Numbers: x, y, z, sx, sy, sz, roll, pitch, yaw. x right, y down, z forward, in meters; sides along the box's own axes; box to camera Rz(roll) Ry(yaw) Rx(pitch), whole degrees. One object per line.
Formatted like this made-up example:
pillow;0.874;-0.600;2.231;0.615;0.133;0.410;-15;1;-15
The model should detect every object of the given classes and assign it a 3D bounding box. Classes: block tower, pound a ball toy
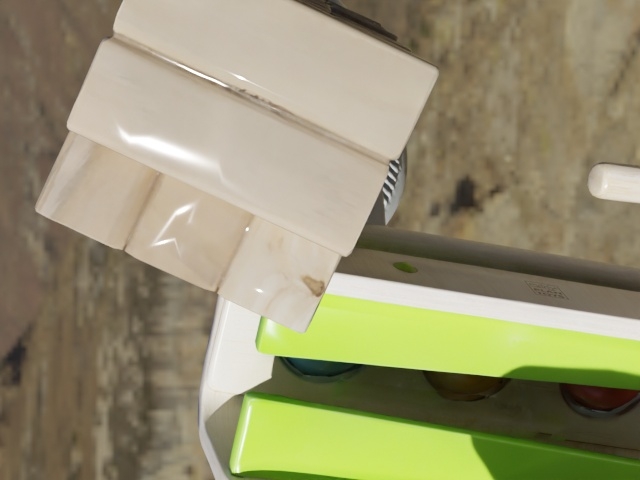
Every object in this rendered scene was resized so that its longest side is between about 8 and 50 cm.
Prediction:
block tower;-0.028;-0.055;0.605;0.091;0.097;0.335;-64;3;8
pound a ball toy;0.116;0.033;0.803;0.136;0.319;0.208;-126;47;-68

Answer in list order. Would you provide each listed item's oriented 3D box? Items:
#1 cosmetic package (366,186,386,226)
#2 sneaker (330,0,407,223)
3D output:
cosmetic package;0.000;0.000;0.928;0.239;0.060;0.099;84;168;-51
sneaker;-0.022;-0.078;1.373;0.150;0.135;0.366;-56;21;31
